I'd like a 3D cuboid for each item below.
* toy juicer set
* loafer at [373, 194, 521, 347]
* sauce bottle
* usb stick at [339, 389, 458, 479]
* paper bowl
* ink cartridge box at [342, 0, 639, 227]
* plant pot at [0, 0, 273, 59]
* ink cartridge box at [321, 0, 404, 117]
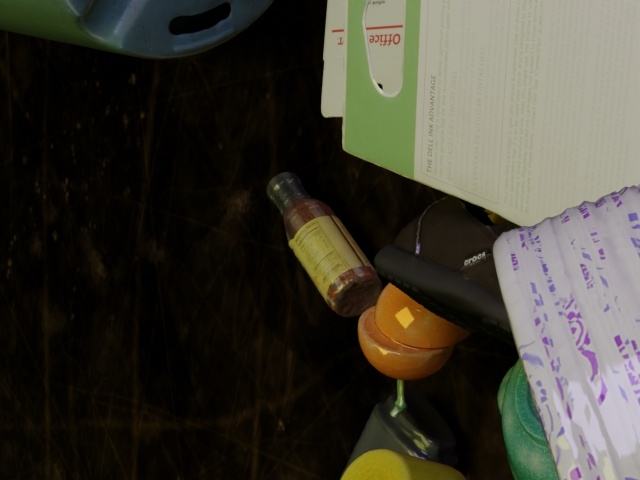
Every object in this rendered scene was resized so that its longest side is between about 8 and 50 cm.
[{"bbox_3d":[0.159,0.062,1.053,0.329,0.089,0.209,-19,56,32],"label":"toy juicer set"},{"bbox_3d":[0.116,0.019,0.991,0.220,0.080,0.078,25,82,46],"label":"loafer"},{"bbox_3d":[0.000,0.000,1.306,0.128,0.042,0.042,57,131,43],"label":"sauce bottle"},{"bbox_3d":[0.017,0.227,1.258,0.077,0.045,0.278,52,127,44],"label":"usb stick"},{"bbox_3d":[0.184,0.107,0.768,0.148,0.284,0.284,-20,65,9],"label":"paper bowl"},{"bbox_3d":[0.110,-0.092,0.954,0.235,0.056,0.171,27,126,43],"label":"ink cartridge box"},{"bbox_3d":[-0.199,-0.290,1.389,0.334,0.341,0.341,24,107,45],"label":"plant pot"},{"bbox_3d":[0.058,-0.168,1.221,0.104,0.060,0.180,6,91,54],"label":"ink cartridge box"}]
